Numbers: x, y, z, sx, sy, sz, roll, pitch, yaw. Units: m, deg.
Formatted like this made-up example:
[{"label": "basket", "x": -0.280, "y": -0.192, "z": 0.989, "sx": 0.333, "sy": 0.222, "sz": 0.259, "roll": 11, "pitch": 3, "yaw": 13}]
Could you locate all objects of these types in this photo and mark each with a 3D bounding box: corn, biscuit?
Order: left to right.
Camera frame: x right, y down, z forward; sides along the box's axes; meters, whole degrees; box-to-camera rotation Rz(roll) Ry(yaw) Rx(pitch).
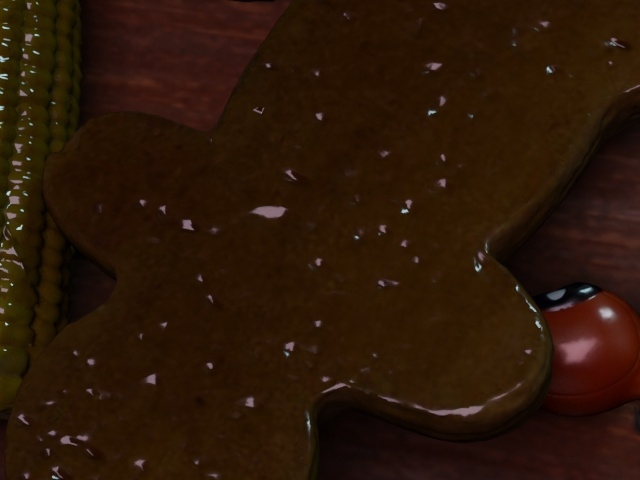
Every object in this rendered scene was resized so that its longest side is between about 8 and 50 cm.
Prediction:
[{"label": "corn", "x": -0.190, "y": -0.070, "z": 1.035, "sx": 0.131, "sy": 0.131, "sz": 0.344, "roll": -2, "pitch": 76, "yaw": 12}, {"label": "biscuit", "x": 0.001, "y": 0.001, "z": 0.961, "sx": 0.283, "sy": 0.064, "sz": 0.432, "roll": 24, "pitch": 67, "yaw": 22}]

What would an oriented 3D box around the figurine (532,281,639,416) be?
[{"label": "figurine", "x": 0.102, "y": 0.058, "z": 0.974, "sx": 0.140, "sy": 0.068, "sz": 0.075, "roll": 3, "pitch": 73, "yaw": 15}]
